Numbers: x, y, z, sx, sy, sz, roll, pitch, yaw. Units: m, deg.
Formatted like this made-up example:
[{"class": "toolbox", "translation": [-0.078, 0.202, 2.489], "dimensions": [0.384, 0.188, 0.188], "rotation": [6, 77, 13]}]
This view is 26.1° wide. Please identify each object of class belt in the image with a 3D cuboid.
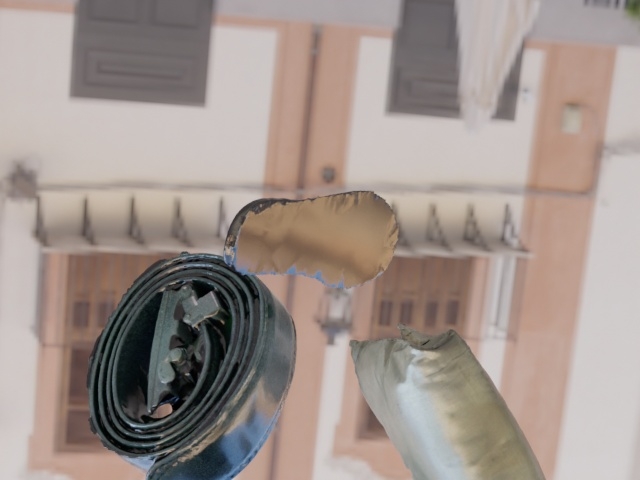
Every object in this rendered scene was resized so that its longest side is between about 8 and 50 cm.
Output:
[{"class": "belt", "translation": [-0.134, 0.145, 1.439], "dimensions": [0.206, 0.267, 0.116], "rotation": [0, 150, 29]}]

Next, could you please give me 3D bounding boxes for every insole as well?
[{"class": "insole", "translation": [0.000, 0.000, 1.375], "dimensions": [0.012, 0.110, 0.309], "rotation": [25, -166, 30]}]

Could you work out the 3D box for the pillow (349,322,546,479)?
[{"class": "pillow", "translation": [0.095, 0.134, 0.933], "dimensions": [0.078, 0.181, 0.134], "rotation": [-30, -178, -13]}]
